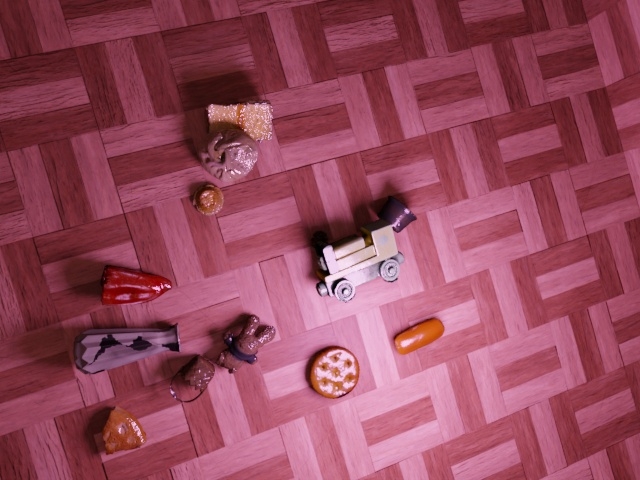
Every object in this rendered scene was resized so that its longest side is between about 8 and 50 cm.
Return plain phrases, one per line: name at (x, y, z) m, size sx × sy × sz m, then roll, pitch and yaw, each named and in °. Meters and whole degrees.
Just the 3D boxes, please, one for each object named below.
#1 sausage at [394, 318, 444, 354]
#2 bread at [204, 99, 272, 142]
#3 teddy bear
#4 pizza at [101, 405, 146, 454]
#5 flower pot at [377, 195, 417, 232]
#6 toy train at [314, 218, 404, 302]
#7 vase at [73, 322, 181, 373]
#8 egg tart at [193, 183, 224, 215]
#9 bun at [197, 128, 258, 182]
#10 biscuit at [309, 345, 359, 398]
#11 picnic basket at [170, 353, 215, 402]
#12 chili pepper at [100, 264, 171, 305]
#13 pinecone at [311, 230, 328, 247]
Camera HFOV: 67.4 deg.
sausage at (0.425, 0.409, 2.064) m, size 0.238 × 0.098 × 0.098 m, roll -23°, pitch 93°, yaw -10°
bread at (-0.329, -0.497, 1.929) m, size 0.266 × 0.178 × 0.142 m, roll -7°, pitch 58°, yaw -15°
teddy bear at (-0.299, 0.408, 1.882) m, size 0.182 × 0.129 × 0.251 m, roll 43°, pitch 79°, yaw -6°
pizza at (-0.752, 0.735, 1.808) m, size 0.182 × 0.062 × 0.161 m, roll 41°, pitch 73°, yaw -13°
flower pot at (0.316, -0.103, 2.038) m, size 0.157 × 0.157 × 0.107 m, roll 41°, pitch 93°, yaw -8°
toy train at (0.149, 0.081, 1.958) m, size 0.397 × 0.160 × 0.253 m, roll -22°, pitch 109°, yaw -13°
vase at (-0.711, 0.392, 1.787) m, size 0.360 × 0.165 × 0.165 m, roll -6°, pitch 89°, yaw -17°
egg tart at (-0.445, -0.165, 1.915) m, size 0.128 × 0.049 × 0.129 m, roll 0°, pitch 88°, yaw -14°
bun at (-0.362, -0.334, 1.887) m, size 0.237 × 0.116 × 0.210 m, roll -12°, pitch 106°, yaw -1°
biscuit at (0.061, 0.547, 1.989) m, size 0.220 × 0.066 × 0.221 m, roll 0°, pitch 88°, yaw -13°
picnic basket at (-0.490, 0.533, 1.829) m, size 0.128 × 0.138 × 0.178 m, roll 45°, pitch 78°, yaw -4°
chili pepper at (-0.698, 0.183, 1.819) m, size 0.252 × 0.136 × 0.144 m, roll 10°, pitch 59°, yaw -20°
pinecone at (0.000, 0.000, 1.996) m, size 0.077 × 0.077 × 0.083 m, roll 26°, pitch 73°, yaw -10°
